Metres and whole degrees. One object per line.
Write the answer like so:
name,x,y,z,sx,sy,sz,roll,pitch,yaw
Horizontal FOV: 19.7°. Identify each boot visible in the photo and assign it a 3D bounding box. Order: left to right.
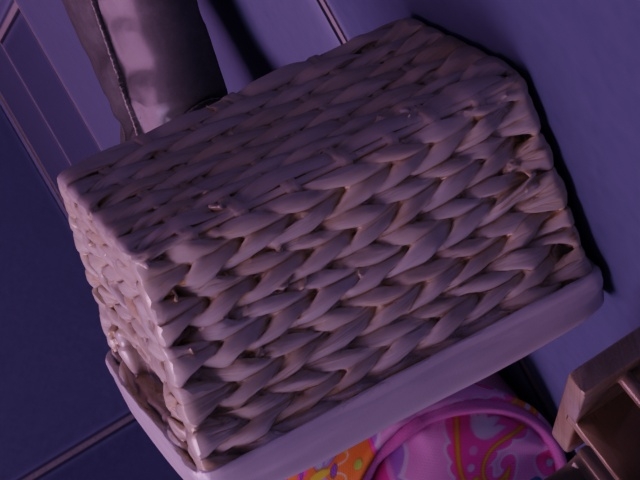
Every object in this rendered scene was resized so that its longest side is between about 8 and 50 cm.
boot,-0.072,-0.109,0.938,0.190,0.076,0.208,-4,98,45

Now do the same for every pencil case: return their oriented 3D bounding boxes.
pencil case,0.011,0.074,0.926,0.284,0.124,0.124,40,158,60

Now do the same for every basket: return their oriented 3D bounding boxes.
basket,0.000,0.000,0.667,0.113,0.167,0.103,38,150,60

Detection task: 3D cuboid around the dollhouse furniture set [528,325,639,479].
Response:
dollhouse furniture set,0.113,0.154,0.643,0.183,0.129,0.129,54,168,20
